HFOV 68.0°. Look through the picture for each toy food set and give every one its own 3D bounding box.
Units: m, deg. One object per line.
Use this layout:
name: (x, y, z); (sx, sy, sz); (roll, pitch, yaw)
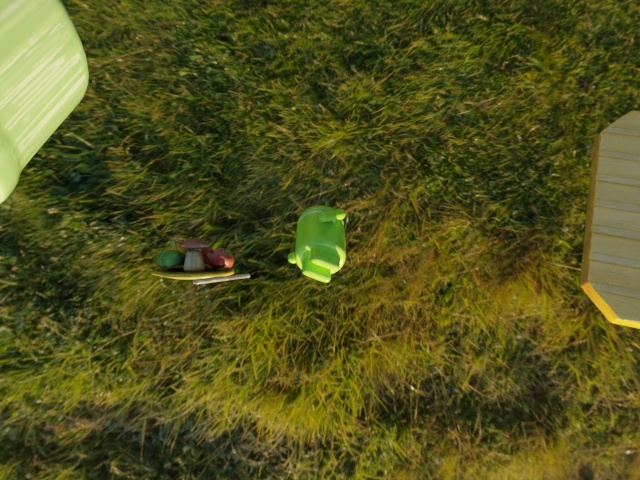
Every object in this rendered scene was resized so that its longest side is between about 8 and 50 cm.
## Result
toy food set: (-0.225, 0.029, 0.866); (0.128, 0.217, 0.071); (-3, 94, -42)

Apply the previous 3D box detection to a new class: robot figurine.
robot figurine: (0.000, 0.000, 0.636); (0.066, 0.115, 0.101); (20, 131, -17)

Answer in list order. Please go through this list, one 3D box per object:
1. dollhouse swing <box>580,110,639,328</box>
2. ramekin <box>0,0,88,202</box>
dollhouse swing: (0.505, -0.048, 0.480); (0.304, 0.315, 0.347); (16, 73, 0)
ramekin: (-0.360, -0.186, 0.407); (0.303, 0.303, 0.148); (32, 63, -4)
